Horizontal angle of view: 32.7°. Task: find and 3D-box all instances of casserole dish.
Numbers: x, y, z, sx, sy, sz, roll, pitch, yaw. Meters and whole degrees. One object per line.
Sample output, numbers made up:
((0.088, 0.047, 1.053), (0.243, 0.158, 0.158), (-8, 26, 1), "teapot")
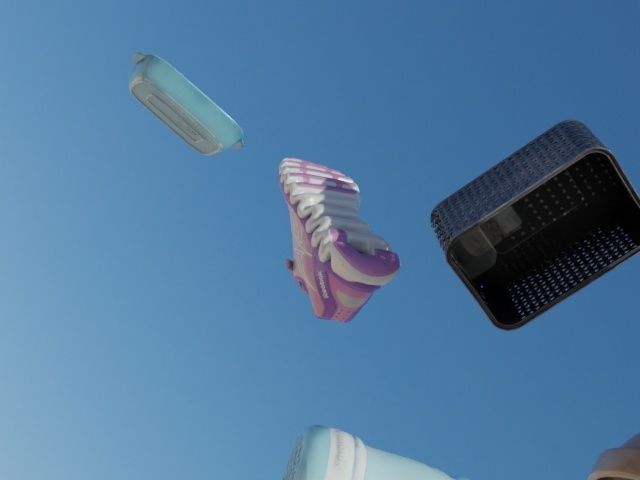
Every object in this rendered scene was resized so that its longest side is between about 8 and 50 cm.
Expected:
((-0.184, -0.174, 1.454), (0.188, 0.037, 0.114), (40, -19, -17), "casserole dish")

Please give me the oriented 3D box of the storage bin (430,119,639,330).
((0.210, -0.015, 1.046), (0.122, 0.180, 0.084), (52, 10, -22), "storage bin")

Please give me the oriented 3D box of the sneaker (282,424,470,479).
((0.050, 0.277, 0.707), (0.208, 0.127, 0.319), (13, -59, -3), "sneaker")

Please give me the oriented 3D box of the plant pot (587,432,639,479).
((0.392, 0.239, 1.061), (0.237, 0.110, 0.237), (26, -18, 9), "plant pot")

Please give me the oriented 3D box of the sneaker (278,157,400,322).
((0.000, 0.000, 1.170), (0.104, 0.095, 0.236), (-66, -150, 29), "sneaker")
